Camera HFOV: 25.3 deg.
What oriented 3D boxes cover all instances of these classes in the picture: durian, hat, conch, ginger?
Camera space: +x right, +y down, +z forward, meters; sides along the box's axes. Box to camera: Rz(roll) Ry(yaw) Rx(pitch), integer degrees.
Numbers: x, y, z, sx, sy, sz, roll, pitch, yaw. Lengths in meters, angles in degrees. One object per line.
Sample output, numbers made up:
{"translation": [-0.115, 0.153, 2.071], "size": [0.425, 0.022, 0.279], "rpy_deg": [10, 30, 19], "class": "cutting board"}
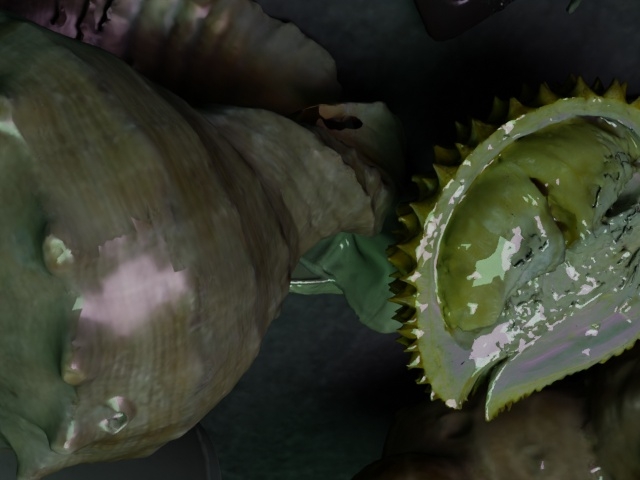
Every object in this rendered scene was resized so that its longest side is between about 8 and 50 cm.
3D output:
{"translation": [0.118, -0.012, 0.677], "size": [0.208, 0.102, 0.146], "rpy_deg": [-15, 114, -18], "class": "durian"}
{"translation": [-0.006, 0.004, 0.763], "size": [0.166, 0.122, 0.081], "rpy_deg": [8, 84, -10], "class": "hat"}
{"translation": [-0.105, -0.029, 0.609], "size": [0.186, 0.263, 0.324], "rpy_deg": [-38, 161, 25], "class": "conch"}
{"translation": [0.146, 0.136, 0.809], "size": [0.304, 0.244, 0.155], "rpy_deg": [-20, 86, 2], "class": "ginger"}

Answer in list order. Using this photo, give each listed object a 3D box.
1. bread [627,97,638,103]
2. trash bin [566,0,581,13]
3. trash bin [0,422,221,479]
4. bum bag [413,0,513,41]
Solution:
{"translation": [0.216, -0.029, 0.766], "size": [0.245, 0.094, 0.102], "rpy_deg": [-6, 121, -6], "class": "bread"}
{"translation": [-0.013, -0.223, 0.461], "size": [0.381, 0.259, 0.295], "rpy_deg": [13, 164, -28], "class": "trash bin"}
{"translation": [-0.252, 0.129, 0.685], "size": [0.432, 0.280, 0.280], "rpy_deg": [37, 112, -27], "class": "trash bin"}
{"translation": [0.106, -0.173, 0.685], "size": [0.159, 0.026, 0.109], "rpy_deg": [-24, 127, 1], "class": "bum bag"}
